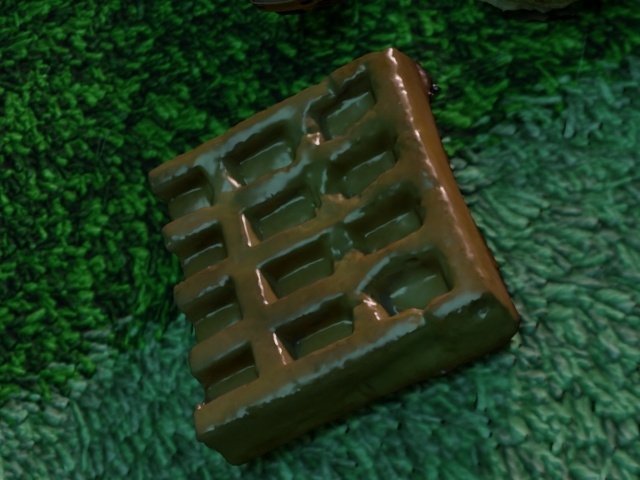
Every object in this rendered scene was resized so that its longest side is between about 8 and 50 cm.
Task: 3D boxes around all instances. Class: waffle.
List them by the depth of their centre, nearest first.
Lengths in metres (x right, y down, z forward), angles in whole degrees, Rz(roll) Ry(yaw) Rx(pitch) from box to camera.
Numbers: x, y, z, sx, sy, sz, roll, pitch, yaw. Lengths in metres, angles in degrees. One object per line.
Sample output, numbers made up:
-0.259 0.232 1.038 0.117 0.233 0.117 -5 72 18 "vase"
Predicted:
0.000 0.001 1.321 0.304 0.077 0.348 -28 53 15 "waffle"

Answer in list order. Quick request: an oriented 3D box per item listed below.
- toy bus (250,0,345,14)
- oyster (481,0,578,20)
-0.004 -0.311 1.493 0.083 0.088 0.195 1 63 33 "toy bus"
0.187 -0.281 1.368 0.132 0.072 0.209 -28 51 12 "oyster"
